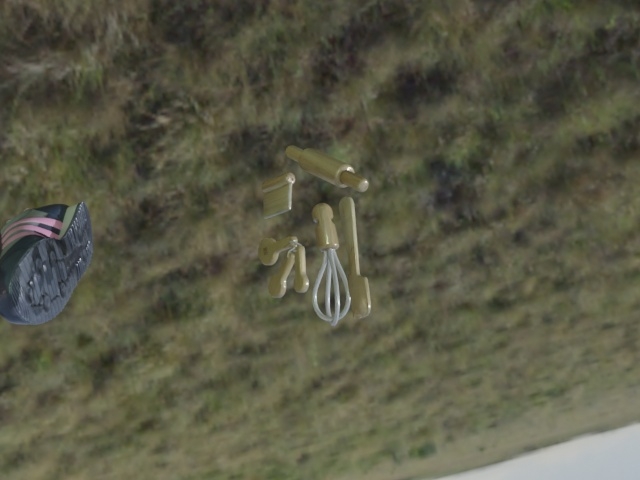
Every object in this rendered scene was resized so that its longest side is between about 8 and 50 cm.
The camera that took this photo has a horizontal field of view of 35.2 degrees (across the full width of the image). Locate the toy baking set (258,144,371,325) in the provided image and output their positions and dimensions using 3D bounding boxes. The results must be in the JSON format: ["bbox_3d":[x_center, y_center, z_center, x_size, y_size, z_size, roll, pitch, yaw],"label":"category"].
[{"bbox_3d":[0.001,-0.007,1.228,0.030,0.197,0.256,2,-167,-37],"label":"toy baking set"}]

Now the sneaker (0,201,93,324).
[{"bbox_3d":[-0.401,0.034,1.348,0.131,0.112,0.319,-4,-164,3],"label":"sneaker"}]
